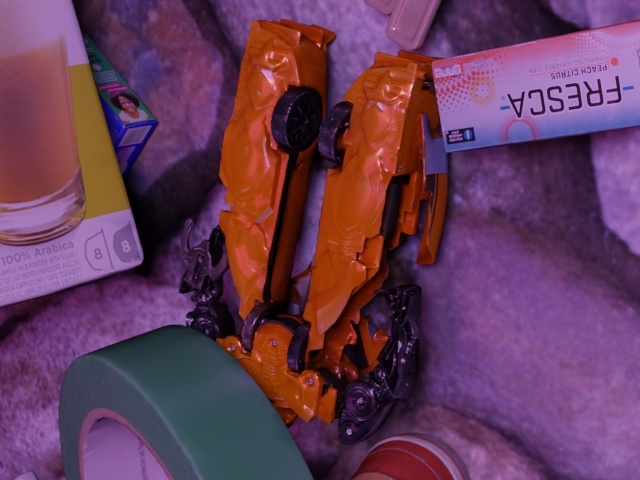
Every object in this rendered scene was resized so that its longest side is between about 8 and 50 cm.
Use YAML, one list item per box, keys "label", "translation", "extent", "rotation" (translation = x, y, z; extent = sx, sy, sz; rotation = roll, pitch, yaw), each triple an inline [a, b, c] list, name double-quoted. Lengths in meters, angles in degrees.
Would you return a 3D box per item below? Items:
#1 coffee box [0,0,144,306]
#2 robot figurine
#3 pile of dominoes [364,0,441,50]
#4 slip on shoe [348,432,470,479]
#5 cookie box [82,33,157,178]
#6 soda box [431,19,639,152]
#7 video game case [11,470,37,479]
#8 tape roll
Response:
- label: "coffee box"
  translation: [-0.399, -0.079, 0.955]
  extent: [0.338, 0.338, 0.334]
  rotation: [-14, 92, 52]
- label: "robot figurine"
  translation: [0.000, 0.000, 0.880]
  extent: [0.211, 0.085, 0.291]
  rotation: [21, 111, 31]
- label: "pile of dominoes"
  translation: [0.062, -0.275, 0.820]
  extent: [0.196, 0.040, 0.251]
  rotation: [-48, 63, 33]
- label: "slip on shoe"
  translation: [0.057, 0.308, 0.896]
  extent: [0.123, 0.101, 0.331]
  rotation: [5, 104, 34]
- label: "cookie box"
  translation: [-0.197, -0.103, 1.028]
  extent: [0.107, 0.040, 0.092]
  rotation: [50, 126, 18]
- label: "soda box"
  translation: [0.162, -0.097, 0.756]
  extent: [0.183, 0.058, 0.063]
  rotation: [-5, 97, 38]
- label: "video game case"
  translation: [-0.292, 0.342, 1.207]
  extent: [0.173, 0.022, 0.190]
  rotation: [-35, 79, 36]
- label: "tape roll"
  translation: [-0.096, 0.226, 0.934]
  extent: [0.321, 0.077, 0.321]
  rotation: [33, 133, 45]
